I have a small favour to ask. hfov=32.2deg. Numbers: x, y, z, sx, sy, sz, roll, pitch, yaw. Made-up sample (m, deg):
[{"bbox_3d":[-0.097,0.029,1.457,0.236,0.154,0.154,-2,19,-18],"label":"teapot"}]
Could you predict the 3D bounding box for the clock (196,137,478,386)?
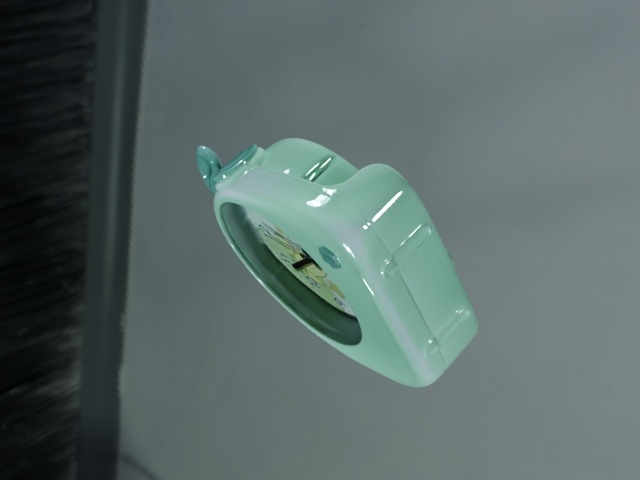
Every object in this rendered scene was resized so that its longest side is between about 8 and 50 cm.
[{"bbox_3d":[-0.001,0.001,0.664,0.189,0.060,0.148,27,155,44],"label":"clock"}]
